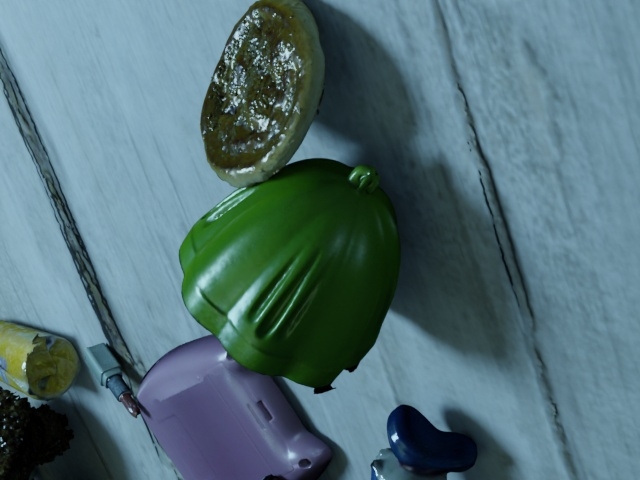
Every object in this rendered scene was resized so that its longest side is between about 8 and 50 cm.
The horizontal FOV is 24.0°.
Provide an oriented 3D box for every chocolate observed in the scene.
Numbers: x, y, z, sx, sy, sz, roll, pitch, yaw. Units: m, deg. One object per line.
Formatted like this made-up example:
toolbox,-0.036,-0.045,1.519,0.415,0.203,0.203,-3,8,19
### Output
chocolate,-0.379,0.135,1.818,0.219,0.085,0.085,11,126,48

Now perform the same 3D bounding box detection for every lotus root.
lotus root,0.000,0.000,1.207,0.186,0.186,0.186,30,138,32

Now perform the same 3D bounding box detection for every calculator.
calculator,-0.107,0.199,1.575,0.194,0.043,0.294,55,146,-2

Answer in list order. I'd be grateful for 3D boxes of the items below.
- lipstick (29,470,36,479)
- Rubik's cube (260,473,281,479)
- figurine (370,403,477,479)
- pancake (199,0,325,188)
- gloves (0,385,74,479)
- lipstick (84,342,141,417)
lipstick,-0.429,0.288,2.018,0.063,0.057,0.186,-39,92,27
Rubik's cube,-0.068,0.358,1.492,0.162,0.163,0.160,45,140,0
figurine,0.118,0.301,1.335,0.283,0.204,0.338,-6,101,59
pancake,-0.050,-0.118,1.198,0.158,0.028,0.158,-22,62,48
gloves,-0.420,0.279,1.854,0.135,0.210,0.312,38,157,-21
lipstick,-0.227,0.158,1.675,0.107,0.025,0.025,49,145,36
